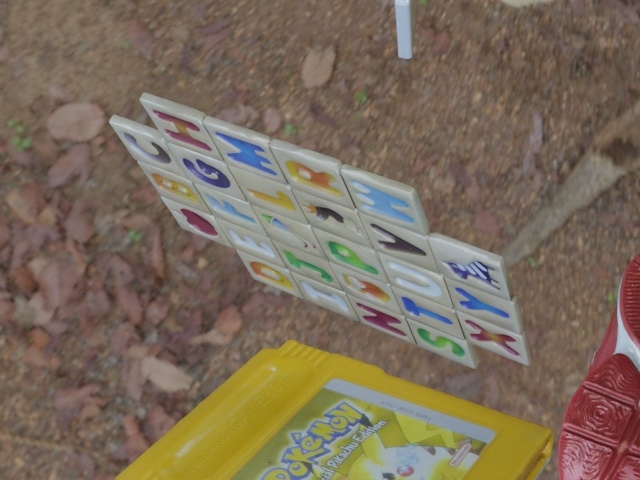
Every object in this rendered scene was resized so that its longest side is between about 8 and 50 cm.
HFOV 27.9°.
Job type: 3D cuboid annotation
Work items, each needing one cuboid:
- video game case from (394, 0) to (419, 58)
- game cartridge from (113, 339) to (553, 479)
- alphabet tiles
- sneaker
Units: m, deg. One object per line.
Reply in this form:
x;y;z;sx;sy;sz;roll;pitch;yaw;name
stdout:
0.132;-0.389;1.860;0.023;0.212;0.193;7;78;6;video game case
0.015;0.215;1.216;0.324;0.285;0.052;18;126;27;game cartridge
0.000;0.000;1.006;0.343;0.011;0.285;21;159;26;alphabet tiles
0.231;0.127;0.961;0.087;0.221;0.128;22;151;16;sneaker
